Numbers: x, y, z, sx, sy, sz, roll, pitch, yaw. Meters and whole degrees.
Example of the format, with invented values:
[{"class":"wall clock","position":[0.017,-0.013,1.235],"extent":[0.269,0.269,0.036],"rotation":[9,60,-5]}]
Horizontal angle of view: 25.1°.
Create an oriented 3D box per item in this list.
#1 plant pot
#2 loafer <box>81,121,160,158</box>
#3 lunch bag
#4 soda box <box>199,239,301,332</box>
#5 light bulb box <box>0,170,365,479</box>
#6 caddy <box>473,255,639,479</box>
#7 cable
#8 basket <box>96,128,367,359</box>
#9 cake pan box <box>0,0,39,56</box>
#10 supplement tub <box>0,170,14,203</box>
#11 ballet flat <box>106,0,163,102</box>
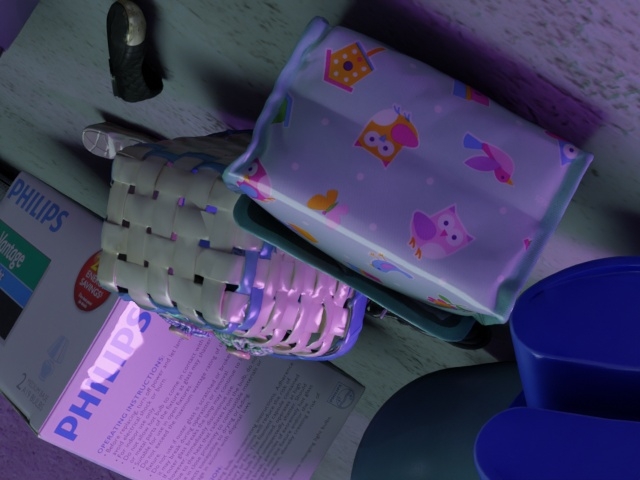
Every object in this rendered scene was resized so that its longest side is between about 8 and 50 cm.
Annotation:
[{"class":"plant pot","position":[0.206,0.251,1.411],"extent":[0.293,0.293,0.235],"rotation":[35,157,-10]},{"class":"loafer","position":[-0.196,-0.101,1.544],"extent":[0.125,0.039,0.045],"rotation":[22,128,21]},{"class":"lunch bag","position":[0.056,-0.037,1.067],"extent":[0.223,0.160,0.262],"rotation":[28,175,1]},{"class":"soda box","position":[-0.091,0.024,1.647],"extent":[0.210,0.067,0.071],"rotation":[32,163,1]},{"class":"light bulb box","position":[-0.210,0.133,1.710],"extent":[0.361,0.225,0.358],"rotation":[33,178,-38]},{"class":"caddy","position":[0.272,0.150,1.019],"extent":[0.341,0.241,0.179],"rotation":[3,143,27]},{"class":"cable","position":[0.097,0.068,1.467],"extent":[0.150,0.047,0.184],"rotation":[20,179,-7]},{"class":"basket","position":[-0.045,0.001,1.318],"extent":[0.255,0.201,0.289],"rotation":[15,-168,41]},{"class":"cake pan box","position":[-0.395,-0.150,1.383],"extent":[0.070,0.246,0.267],"rotation":[36,162,-28]},{"class":"supplement tub","position":[-0.502,-0.016,2.040],"extent":[0.316,0.193,0.193],"rotation":[34,163,-6]},{"class":"ballet flat","position":[-0.164,-0.171,1.282],"extent":[0.049,0.057,0.173],"rotation":[-8,167,-9]}]
